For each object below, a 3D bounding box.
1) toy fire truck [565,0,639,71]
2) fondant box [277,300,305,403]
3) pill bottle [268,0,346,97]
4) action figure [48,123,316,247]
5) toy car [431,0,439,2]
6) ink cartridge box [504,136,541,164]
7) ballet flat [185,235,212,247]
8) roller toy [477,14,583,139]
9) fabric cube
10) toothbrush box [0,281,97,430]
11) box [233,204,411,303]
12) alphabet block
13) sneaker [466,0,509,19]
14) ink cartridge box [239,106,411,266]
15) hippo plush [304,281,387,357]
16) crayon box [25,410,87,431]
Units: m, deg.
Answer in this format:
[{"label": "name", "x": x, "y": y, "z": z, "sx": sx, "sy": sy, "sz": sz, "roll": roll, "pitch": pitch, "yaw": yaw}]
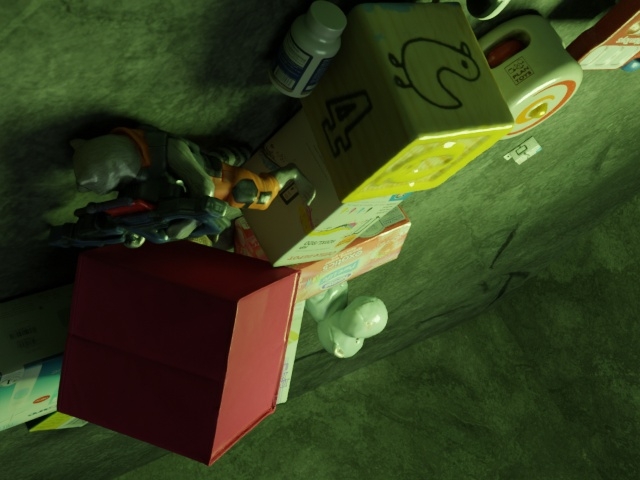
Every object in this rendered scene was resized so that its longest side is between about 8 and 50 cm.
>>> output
[{"label": "toy fire truck", "x": 0.584, "y": -0.388, "z": 1.422, "sx": 0.302, "sy": 0.169, "sz": 0.254, "roll": -13, "pitch": 159, "yaw": -42}, {"label": "fondant box", "x": -0.174, "y": 0.234, "z": 1.788, "sx": 0.238, "sy": 0.096, "sz": 0.330, "roll": -10, "pitch": 130, "yaw": -28}, {"label": "pill bottle", "x": -0.015, "y": -0.242, "z": 1.037, "sx": 0.067, "sy": 0.067, "sz": 0.120, "roll": -16, "pitch": 158, "yaw": -36}, {"label": "action figure", "x": -0.220, "y": -0.075, "z": 1.129, "sx": 0.341, "sy": 0.179, "sz": 0.330, "roll": -5, "pitch": 170, "yaw": 31}, {"label": "toy car", "x": 0.124, "y": -0.339, "z": 1.072, "sx": 0.122, "sy": 0.060, "sz": 0.041, "roll": -29, "pitch": 129, "yaw": -71}, {"label": "ink cartridge box", "x": 0.486, "y": -0.211, "z": 1.975, "sx": 0.083, "sy": 0.028, "sz": 0.048, "roll": -35, "pitch": 161, "yaw": 18}, {"label": "ballet flat", "x": -0.279, "y": 0.055, "z": 1.436, "sx": 0.206, "sy": 0.067, "sz": 0.073, "roll": -28, "pitch": 164, "yaw": -5}, {"label": "roller toy", "x": 0.331, "y": -0.266, "z": 1.383, "sx": 0.209, "sy": 0.146, "sz": 0.191, "roll": -18, "pitch": 158, "yaw": -32}, {"label": "fabric cube", "x": -0.209, "y": 0.152, "z": 1.266, "sx": 0.254, "sy": 0.258, "sz": 0.259, "roll": -21, "pitch": 124, "yaw": -71}, {"label": "toothbrush box", "x": -0.491, "y": 0.205, "z": 1.423, "sx": 0.216, "sy": 0.126, "sz": 0.295, "roll": -16, "pitch": 159, "yaw": -37}, {"label": "box", "x": 0.000, "y": 0.000, "z": 1.560, "sx": 0.300, "sy": 0.154, "sz": 0.142, "roll": -24, "pitch": 154, "yaw": -21}, {"label": "alphabet block", "x": 0.108, "y": -0.186, "z": 1.115, "sx": 0.192, "sy": 0.197, "sz": 0.193, "roll": -13, "pitch": 164, "yaw": -33}, {"label": "sneaker", "x": 0.199, "y": -0.367, "z": 1.034, "sx": 0.121, "sy": 0.079, "sz": 0.217, "roll": -17, "pitch": 151, "yaw": -26}, {"label": "ink cartridge box", "x": 0.006, "y": -0.092, "z": 1.312, "sx": 0.232, "sy": 0.168, "sz": 0.171, "roll": -40, "pitch": 161, "yaw": 31}, {"label": "hippo plush", "x": 0.016, "y": 0.153, "z": 1.889, "sx": 0.294, "sy": 0.237, "sz": 0.234, "roll": -36, "pitch": 162, "yaw": 19}, {"label": "crayon box", "x": -0.466, "y": 0.298, "z": 1.787, "sx": 0.318, "sy": 0.081, "sz": 0.202, "roll": -32, "pitch": 163, "yaw": 10}]
